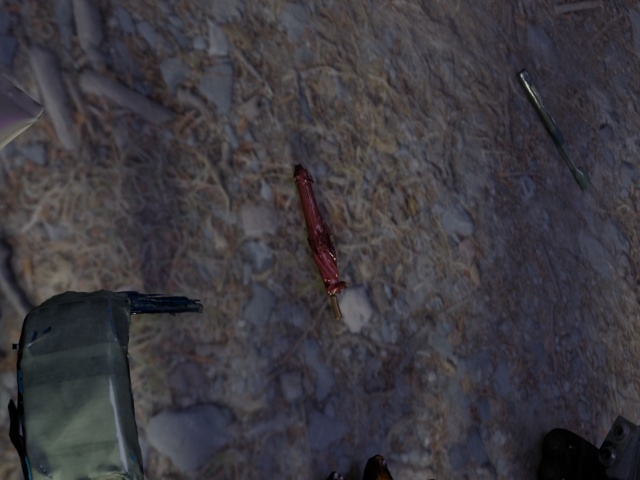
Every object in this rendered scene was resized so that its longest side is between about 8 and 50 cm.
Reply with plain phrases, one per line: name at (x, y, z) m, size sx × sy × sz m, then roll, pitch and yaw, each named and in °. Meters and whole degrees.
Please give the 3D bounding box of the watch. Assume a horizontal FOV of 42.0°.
watch at (-0.115, 0.165, 0.574) m, size 0.274 × 0.068 × 0.276 m, roll 62°, pitch 15°, yaw -82°

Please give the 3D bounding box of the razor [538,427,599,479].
razor at (0.343, 0.308, 1.078) m, size 0.148 × 0.054 × 0.090 m, roll 35°, pitch 59°, yaw -31°

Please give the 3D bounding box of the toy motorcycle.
toy motorcycle at (0.312, 0.326, 0.972) m, size 0.159 × 0.106 × 0.270 m, roll 22°, pitch 96°, yaw -29°

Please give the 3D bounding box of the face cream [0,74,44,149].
face cream at (-0.288, -0.045, 0.575) m, size 0.092 × 0.058 × 0.243 m, roll 41°, pitch 46°, yaw -22°

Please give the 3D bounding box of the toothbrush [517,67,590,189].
toothbrush at (0.357, -0.167, 1.266) m, size 0.219 × 0.016 × 0.019 m, roll 53°, pitch 46°, yaw -18°

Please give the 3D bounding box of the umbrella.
umbrella at (0.000, 0.000, 0.861) m, size 0.027 × 0.025 × 0.165 m, roll -14°, pitch 85°, yaw -24°

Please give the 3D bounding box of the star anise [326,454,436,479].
star anise at (0.044, 0.312, 0.769) m, size 0.177 × 0.073 × 0.234 m, roll 46°, pitch 46°, yaw -4°
